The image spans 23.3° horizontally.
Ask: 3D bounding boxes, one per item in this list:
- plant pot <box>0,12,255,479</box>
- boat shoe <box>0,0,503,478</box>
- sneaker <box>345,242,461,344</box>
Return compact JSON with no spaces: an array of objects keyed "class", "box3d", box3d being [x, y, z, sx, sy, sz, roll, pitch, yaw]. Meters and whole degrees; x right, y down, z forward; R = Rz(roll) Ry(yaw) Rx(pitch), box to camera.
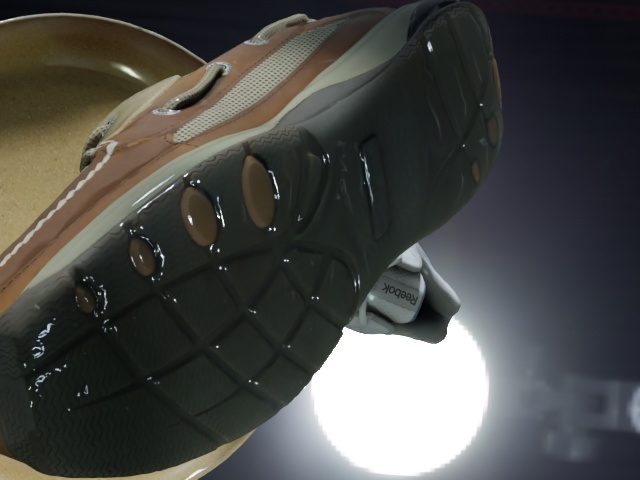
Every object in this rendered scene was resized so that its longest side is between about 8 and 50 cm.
[{"class":"plant pot","box3d":[-0.115,0.010,0.746,0.032,0.236,0.236,-19,-116,61]},{"class":"boat shoe","box3d":[-0.042,-0.013,0.664,0.324,0.120,0.122,-37,128,-46]},{"class":"sneaker","box3d":[0.000,0.000,0.996,0.297,0.129,0.111,16,103,-59]}]
